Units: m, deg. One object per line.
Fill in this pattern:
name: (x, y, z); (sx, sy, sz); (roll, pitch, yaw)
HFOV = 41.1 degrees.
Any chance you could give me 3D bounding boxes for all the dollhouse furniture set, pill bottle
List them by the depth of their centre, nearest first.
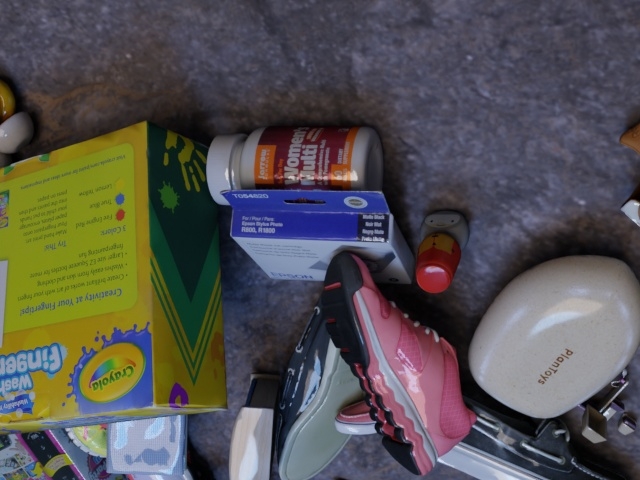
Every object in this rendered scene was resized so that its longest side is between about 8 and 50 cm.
dollhouse furniture set: (0.404, 0.230, 1.151); (0.091, 0.114, 0.081); (36, 114, 5)
pill bottle: (-0.034, -0.095, 1.158); (0.221, 0.121, 0.121); (2, 112, 18)
dollhouse furniture set: (-0.222, 0.326, 1.279); (0.304, 0.198, 0.286); (4, 95, 0)

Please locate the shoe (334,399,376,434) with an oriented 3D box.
shoe: (0.103, 0.225, 1.251); (0.178, 0.063, 0.081); (-10, 106, -11)

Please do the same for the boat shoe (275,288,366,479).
boat shoe: (-0.005, 0.212, 1.288); (0.113, 0.127, 0.339); (45, 130, 43)

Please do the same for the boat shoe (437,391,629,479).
boat shoe: (0.302, 0.296, 1.204); (0.335, 0.121, 0.119); (19, 92, -4)

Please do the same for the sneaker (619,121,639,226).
sneaker: (0.445, -0.016, 1.047); (0.123, 0.106, 0.290); (-16, 95, 28)

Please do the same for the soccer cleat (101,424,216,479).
soccer cleat: (-0.259, 0.405, 1.444); (0.117, 0.108, 0.318); (-22, 99, 12)

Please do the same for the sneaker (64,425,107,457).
sneaker: (-0.394, 0.280, 1.461); (0.094, 0.081, 0.208); (-30, 100, 23)

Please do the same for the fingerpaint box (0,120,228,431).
fingerpaint box: (-0.358, 0.076, 1.209); (0.445, 0.163, 0.370); (-13, 73, 28)

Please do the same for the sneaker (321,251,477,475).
sneaker: (0.107, 0.147, 1.140); (0.313, 0.136, 0.116); (66, 160, -7)

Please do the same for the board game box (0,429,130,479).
board game box: (-0.483, 0.420, 1.542); (0.224, 0.097, 0.303); (-27, 102, 27)

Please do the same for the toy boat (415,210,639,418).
toy boat: (0.264, 0.078, 1.133); (0.318, 0.148, 0.267); (34, 123, -5)

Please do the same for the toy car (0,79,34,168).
toy car: (-0.542, -0.165, 1.293); (0.159, 0.136, 0.182); (42, 118, -2)

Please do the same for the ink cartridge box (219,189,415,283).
ink cartridge box: (0.000, 0.000, 1.151); (0.224, 0.045, 0.224); (1, 157, 19)
